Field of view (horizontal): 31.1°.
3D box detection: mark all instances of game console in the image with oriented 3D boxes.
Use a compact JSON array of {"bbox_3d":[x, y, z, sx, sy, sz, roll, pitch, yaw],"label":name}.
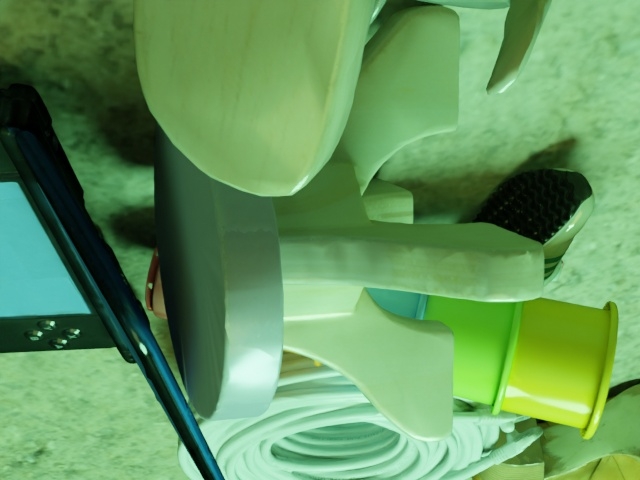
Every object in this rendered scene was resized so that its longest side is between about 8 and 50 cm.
[{"bbox_3d":[-0.194,0.057,0.736,0.250,0.173,0.293,-3,146,5],"label":"game console"}]

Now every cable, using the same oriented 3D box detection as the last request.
[{"bbox_3d":[0.014,0.144,0.940,0.257,0.089,0.257,18,141,-28],"label":"cable"}]

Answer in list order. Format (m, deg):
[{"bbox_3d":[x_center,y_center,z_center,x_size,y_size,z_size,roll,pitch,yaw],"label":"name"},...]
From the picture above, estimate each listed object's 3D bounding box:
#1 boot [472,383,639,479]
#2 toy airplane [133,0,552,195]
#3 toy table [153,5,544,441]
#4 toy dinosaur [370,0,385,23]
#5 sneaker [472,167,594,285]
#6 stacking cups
[{"bbox_3d":[0.298,0.223,1.142,0.295,0.104,0.211,-4,152,8],"label":"boot"},{"bbox_3d":[0.026,-0.239,0.250,0.386,0.385,0.272,-28,177,44],"label":"toy airplane"},{"bbox_3d":[0.000,0.000,0.643,0.160,0.274,0.252,-4,114,-15],"label":"toy table"},{"bbox_3d":[0.117,-0.206,0.445,0.313,0.121,0.160,-10,154,18],"label":"toy dinosaur"},{"bbox_3d":[0.151,-0.001,0.822,0.075,0.057,0.161,-2,149,-33],"label":"sneaker"},{"bbox_3d":[0.037,0.062,0.791,0.316,0.096,0.096,9,147,7],"label":"stacking cups"}]
